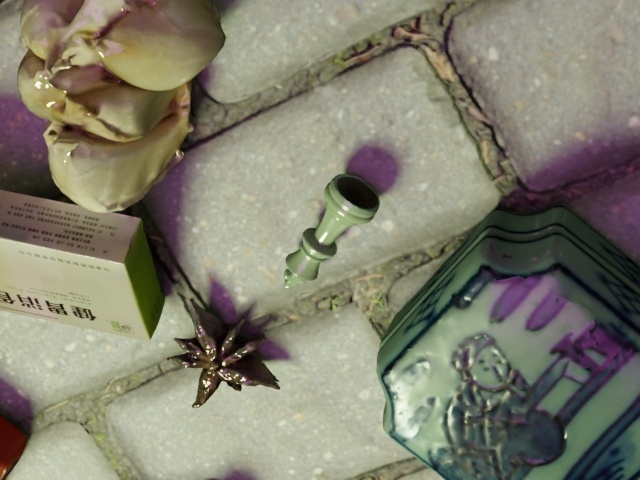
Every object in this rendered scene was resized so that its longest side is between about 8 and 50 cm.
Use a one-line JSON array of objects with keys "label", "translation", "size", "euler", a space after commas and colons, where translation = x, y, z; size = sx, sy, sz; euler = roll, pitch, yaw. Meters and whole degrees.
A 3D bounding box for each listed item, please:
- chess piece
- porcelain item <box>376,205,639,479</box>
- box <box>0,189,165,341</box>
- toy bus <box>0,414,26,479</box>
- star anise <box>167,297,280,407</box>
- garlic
[{"label": "chess piece", "translation": [0.000, 0.000, 1.483], "size": [0.059, 0.059, 0.149], "euler": [36, 121, -3]}, {"label": "porcelain item", "translation": [0.220, 0.134, 1.430], "size": [0.286, 0.157, 0.281], "euler": [40, 115, -5]}, {"label": "box", "translation": [-0.308, 0.020, 1.518], "size": [0.261, 0.062, 0.175], "euler": [10, 150, 10]}, {"label": "toy bus", "translation": [-0.476, 0.211, 1.667], "size": [0.265, 0.121, 0.120], "euler": [38, 108, -3]}, {"label": "star anise", "translation": [-0.117, 0.119, 1.562], "size": [0.124, 0.056, 0.129], "euler": [-15, 109, 20]}, {"label": "garlic", "translation": [-0.215, -0.177, 1.383], "size": [0.185, 0.203, 0.281], "euler": [40, 121, 14]}]
